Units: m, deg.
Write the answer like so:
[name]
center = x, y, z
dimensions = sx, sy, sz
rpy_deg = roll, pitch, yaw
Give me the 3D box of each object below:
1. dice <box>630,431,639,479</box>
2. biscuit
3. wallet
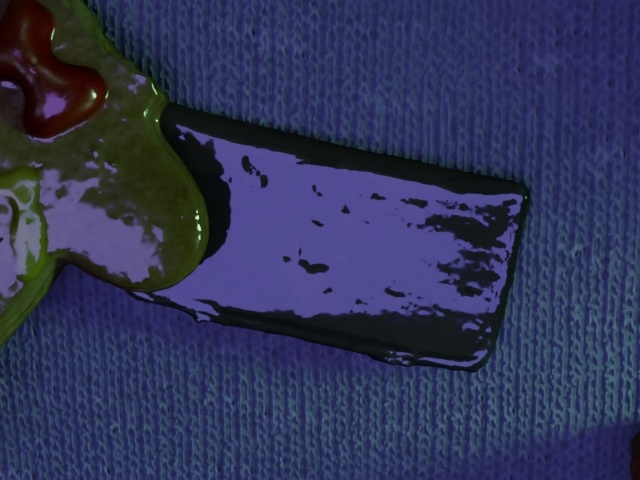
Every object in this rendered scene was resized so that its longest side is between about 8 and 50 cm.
[dice]
center = 0.327, 0.234, 1.350
dimensions = 0.179, 0.174, 0.175
rpy_deg = -2, 103, 10
[biscuit]
center = -0.313, -0.041, 1.357
dimensions = 0.394, 0.076, 0.368
rpy_deg = -38, 86, 0
[wallet]
center = 0.000, 0.000, 1.405
dimensions = 0.309, 0.042, 0.165
rpy_deg = 12, 105, 5
